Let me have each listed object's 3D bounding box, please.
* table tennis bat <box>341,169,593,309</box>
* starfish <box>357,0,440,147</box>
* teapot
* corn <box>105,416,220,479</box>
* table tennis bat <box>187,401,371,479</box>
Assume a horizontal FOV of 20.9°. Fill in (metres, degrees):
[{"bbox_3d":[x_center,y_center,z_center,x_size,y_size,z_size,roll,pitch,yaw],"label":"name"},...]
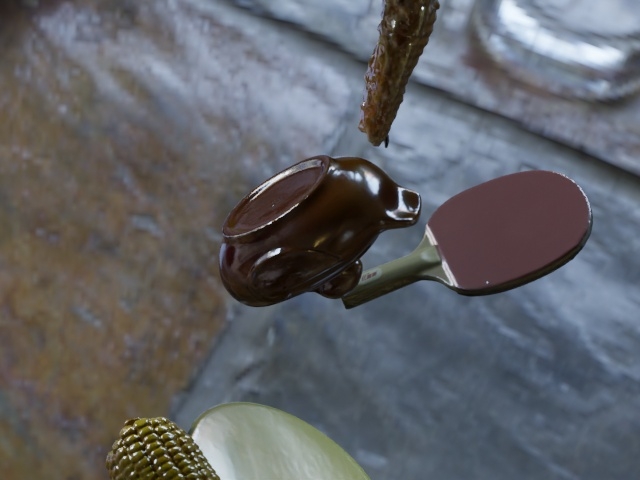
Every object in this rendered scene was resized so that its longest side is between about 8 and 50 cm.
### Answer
[{"bbox_3d":[0.133,0.007,1.614,0.246,0.022,0.138,-21,42,4],"label":"table tennis bat"},{"bbox_3d":[0.082,-0.330,1.160,0.132,0.384,0.398,9,55,-47],"label":"starfish"},{"bbox_3d":[0.000,0.000,1.026,0.078,0.129,0.098,51,29,-22],"label":"teapot"},{"bbox_3d":[-0.070,0.200,1.097,0.068,0.068,0.207,-25,65,-28],"label":"corn"},{"bbox_3d":[-0.009,0.278,1.508,0.224,0.054,0.369,19,32,-31],"label":"table tennis bat"}]
